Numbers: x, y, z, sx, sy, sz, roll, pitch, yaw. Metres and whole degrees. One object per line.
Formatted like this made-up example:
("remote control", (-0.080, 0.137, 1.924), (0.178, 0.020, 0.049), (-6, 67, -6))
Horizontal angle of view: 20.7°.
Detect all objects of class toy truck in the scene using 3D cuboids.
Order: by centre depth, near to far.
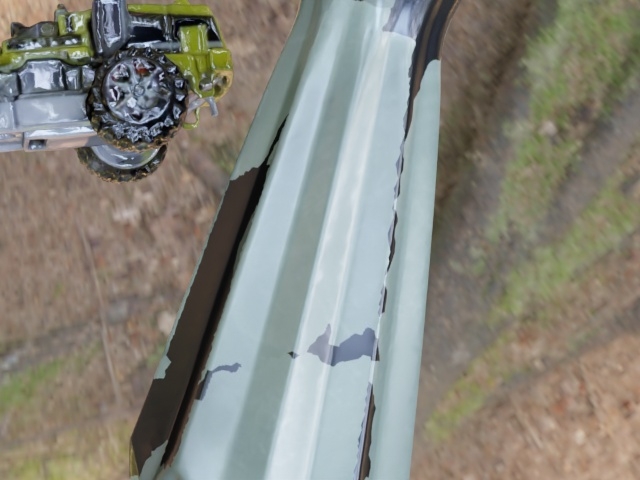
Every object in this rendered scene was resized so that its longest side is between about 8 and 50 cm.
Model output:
("toy truck", (-0.195, -0.087, 1.084), (0.286, 0.136, 0.111), (-8, 81, -13))

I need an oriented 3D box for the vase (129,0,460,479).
("vase", (0.000, 0.000, 0.981), (0.165, 0.165, 0.360), (11, 95, -19))
